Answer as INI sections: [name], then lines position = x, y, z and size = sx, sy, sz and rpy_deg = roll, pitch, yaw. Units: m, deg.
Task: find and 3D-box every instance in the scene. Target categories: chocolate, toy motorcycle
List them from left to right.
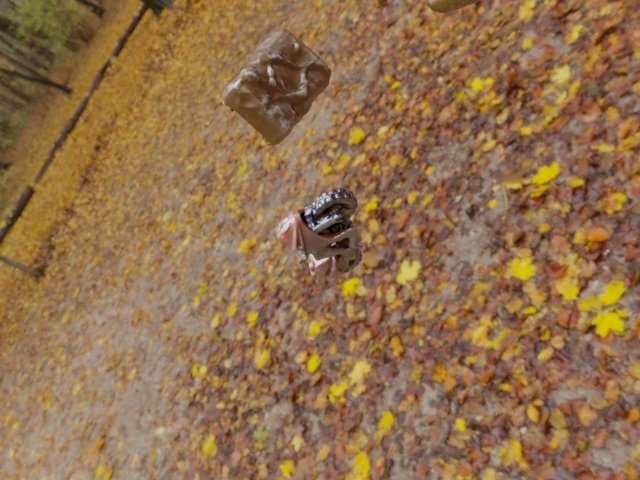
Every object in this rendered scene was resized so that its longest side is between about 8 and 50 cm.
[chocolate]
position = -0.071, -0.289, 1.161
size = 0.093, 0.148, 0.214
rpy_deg = -24, 30, 51
[toy motorcycle]
position = 0.000, 0.000, 0.916
size = 0.118, 0.212, 0.084
rpy_deg = -21, 59, -5

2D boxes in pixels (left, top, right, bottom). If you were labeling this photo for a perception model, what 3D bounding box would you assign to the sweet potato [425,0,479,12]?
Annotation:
[sweet potato]
position = 0.231, -0.263, 0.505
size = 0.346, 0.079, 0.108
rpy_deg = -19, 11, 33
